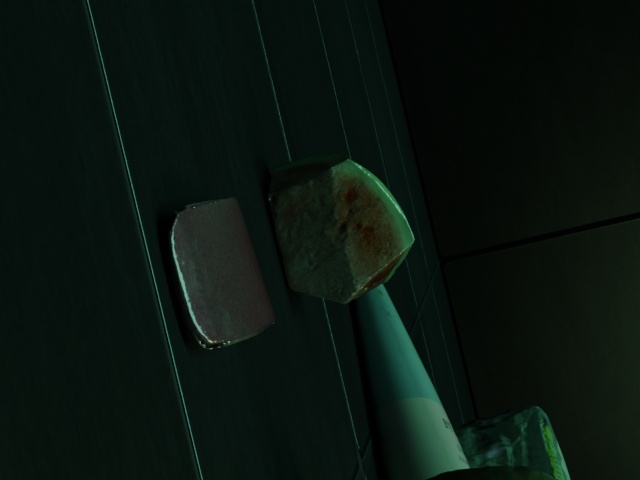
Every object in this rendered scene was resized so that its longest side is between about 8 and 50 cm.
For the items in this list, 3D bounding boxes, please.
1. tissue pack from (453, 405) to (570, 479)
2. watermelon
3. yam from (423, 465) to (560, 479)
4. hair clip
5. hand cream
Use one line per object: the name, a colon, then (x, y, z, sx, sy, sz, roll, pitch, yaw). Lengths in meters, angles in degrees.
tissue pack: (0.185, 0.338, 1.522, 0.228, 0.128, 0.311, -85, 161, -68)
watermelon: (-0.001, -0.006, 0.942, 0.092, 0.072, 0.084, -24, -90, 57)
yam: (0.105, 0.255, 0.747, 0.304, 0.168, 0.168, -96, 171, -47)
hair clip: (-0.036, 0.011, 0.669, 0.137, 0.022, 0.054, -17, 91, -84)
hand cream: (0.061, 0.133, 1.216, 0.111, 0.070, 0.312, 68, 3, -49)
